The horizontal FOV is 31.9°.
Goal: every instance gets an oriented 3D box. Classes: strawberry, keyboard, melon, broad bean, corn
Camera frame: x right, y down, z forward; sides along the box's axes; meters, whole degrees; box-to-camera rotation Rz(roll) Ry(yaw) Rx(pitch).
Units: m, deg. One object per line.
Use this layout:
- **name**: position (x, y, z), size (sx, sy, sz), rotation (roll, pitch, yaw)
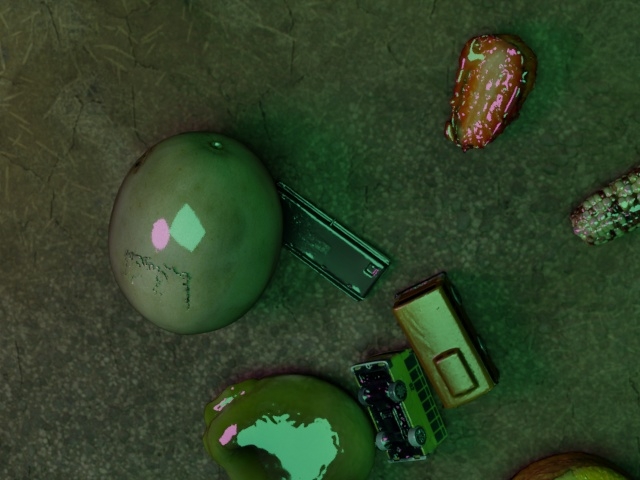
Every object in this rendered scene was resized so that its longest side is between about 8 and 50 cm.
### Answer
- **strawberry**: position (0.257, -0.227, 1.703), size (0.121, 0.082, 0.188), rotation (35, 116, 21)
- **keyboard**: position (0.000, 0.000, 1.813), size (0.230, 0.025, 0.093), rotation (36, 107, 1)
- **melon**: position (-0.195, -0.001, 1.719), size (0.269, 0.268, 0.330), rotation (21, 119, 5)
- **broad bean**: position (-0.054, 0.335, 1.845), size (0.291, 0.119, 0.237), rotation (9, 94, 5)
- **corn**: position (0.510, -0.081, 1.683), size (0.281, 0.092, 0.092), rotation (-32, 95, 19)

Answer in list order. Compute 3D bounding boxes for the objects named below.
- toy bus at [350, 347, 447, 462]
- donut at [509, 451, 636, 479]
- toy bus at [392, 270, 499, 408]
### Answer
- **toy bus**: position (0.128, 0.260, 1.806), size (0.088, 0.101, 0.175), rotation (-16, 99, 42)
- **donut**: position (0.404, 0.477, 1.743), size (0.303, 0.110, 0.302), rotation (1, 76, -3)
- **toy bus**: position (0.200, 0.163, 1.767), size (0.098, 0.114, 0.201), rotation (-27, 96, 15)
